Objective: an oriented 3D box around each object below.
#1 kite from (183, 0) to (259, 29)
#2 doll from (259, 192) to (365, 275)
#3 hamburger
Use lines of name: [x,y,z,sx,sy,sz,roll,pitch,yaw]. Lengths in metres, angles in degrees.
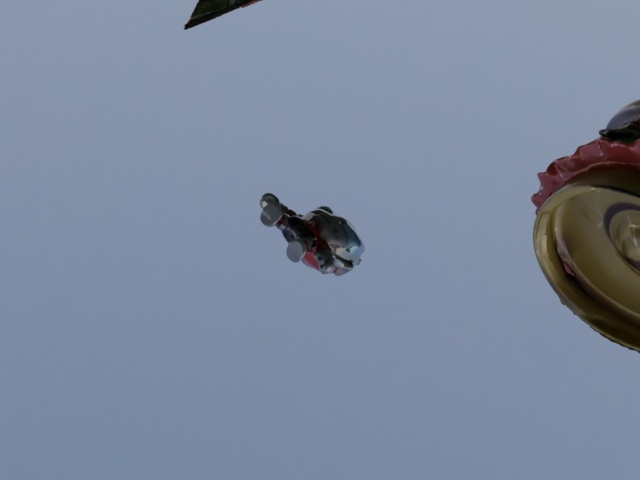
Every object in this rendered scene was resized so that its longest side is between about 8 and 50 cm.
kite: [-0.038,-0.228,1.342,0.159,0.190,0.010,19,164,31]
doll: [0.001,-0.001,1.109,0.057,0.039,0.114,17,180,25]
hamburger: [0.236,-0.018,1.214,0.175,0.175,0.137,38,-123,12]
